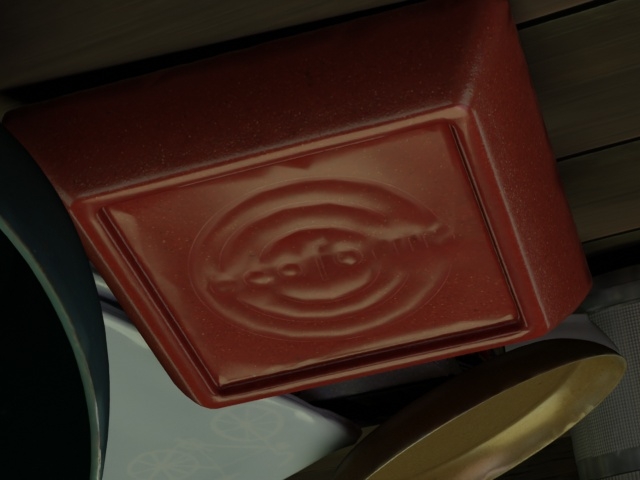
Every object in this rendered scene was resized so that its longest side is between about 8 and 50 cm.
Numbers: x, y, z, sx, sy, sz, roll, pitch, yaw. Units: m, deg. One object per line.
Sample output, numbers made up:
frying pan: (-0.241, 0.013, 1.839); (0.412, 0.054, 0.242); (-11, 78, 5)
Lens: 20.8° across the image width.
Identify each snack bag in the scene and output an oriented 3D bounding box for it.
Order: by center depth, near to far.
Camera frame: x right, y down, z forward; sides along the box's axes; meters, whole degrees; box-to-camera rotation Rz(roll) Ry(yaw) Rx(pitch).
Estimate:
snack bag: (-0.186, 0.119, 1.126); (0.342, 0.037, 0.323); (29, 133, -34)

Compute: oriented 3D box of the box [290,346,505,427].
box: (-0.013, 0.057, 1.221); (0.247, 0.142, 0.163); (-13, 165, 19)

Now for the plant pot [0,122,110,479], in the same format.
plant pot: (-0.221, 0.031, 0.763); (0.290, 0.290, 0.195); (-11, -157, 10)

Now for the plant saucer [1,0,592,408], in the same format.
plant saucer: (0.000, 0.000, 0.918); (0.258, 0.048, 0.259); (-13, 140, 11)

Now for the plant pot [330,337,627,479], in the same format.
plant pot: (0.098, 0.130, 1.180); (0.236, 0.032, 0.236); (-26, 160, -10)

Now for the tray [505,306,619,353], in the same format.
tray: (0.109, 0.052, 1.412); (0.270, 0.030, 0.145); (1, -156, -38)

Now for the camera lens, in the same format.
camera lens: (0.329, 0.148, 1.541); (0.219, 0.274, 0.219); (-8, 167, -2)
